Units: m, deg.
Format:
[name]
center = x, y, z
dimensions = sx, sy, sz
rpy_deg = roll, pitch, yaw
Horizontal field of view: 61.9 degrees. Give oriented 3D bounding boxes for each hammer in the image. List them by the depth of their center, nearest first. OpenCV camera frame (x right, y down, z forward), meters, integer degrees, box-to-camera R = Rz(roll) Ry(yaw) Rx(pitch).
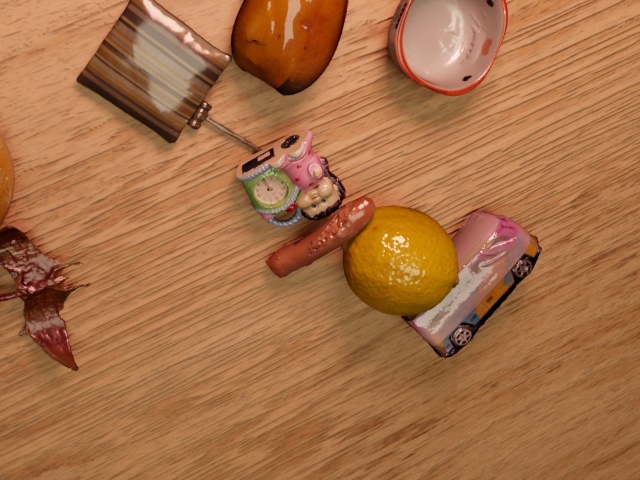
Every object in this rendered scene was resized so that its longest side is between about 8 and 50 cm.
[hammer]
center = -0.143, -0.198, 1.139
dimensions = 0.292, 0.029, 0.058
rpy_deg = 29, 102, -28

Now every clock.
[clock]
center = -0.060, -0.116, 1.147
dimensions = 0.194, 0.100, 0.195
rpy_deg = -28, 126, 12

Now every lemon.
[lemon]
center = 0.179, 0.046, 1.221
dimensions = 0.267, 0.267, 0.268
rpy_deg = -7, 114, -16

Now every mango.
[mango]
center = -0.046, -0.424, 1.005
dimensions = 0.201, 0.152, 0.287
rpy_deg = 6, 114, -37

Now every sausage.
[sausage]
center = 0.000, 0.000, 1.180
dimensions = 0.304, 0.078, 0.078
rpy_deg = -32, 123, 31

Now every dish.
[dish]
center = 0.250, -0.436, 1.115
dimensions = 0.256, 0.117, 0.256
rpy_deg = -6, 113, -15

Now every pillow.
[pillow]
center = -0.311, -0.325, 1.013
dimensions = 0.208, 0.052, 0.212
rpy_deg = 34, 102, -23

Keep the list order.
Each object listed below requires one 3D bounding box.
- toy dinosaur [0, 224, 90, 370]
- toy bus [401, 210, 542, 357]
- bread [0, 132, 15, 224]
[toy dinosaur]
center = -0.564, 0.102, 1.055
dimensions = 0.206, 0.113, 0.327
rpy_deg = 7, 116, -32
[toy bus]
center = 0.367, 0.094, 1.346
dimensions = 0.162, 0.171, 0.386
rpy_deg = 39, 95, -28
[bread]
center = -0.693, -0.107, 0.918
dimensions = 0.305, 0.159, 0.306
rpy_deg = -6, 114, -14
